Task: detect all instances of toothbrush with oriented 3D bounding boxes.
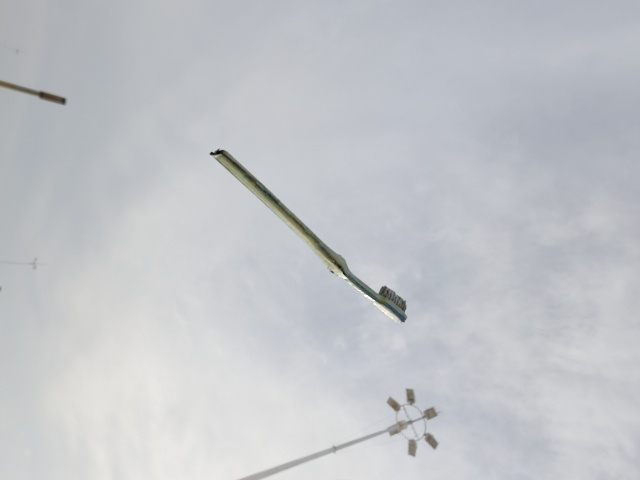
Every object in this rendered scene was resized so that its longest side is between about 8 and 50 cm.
[{"bbox_3d":[-0.003,0.004,0.451,0.026,0.294,0.028,-22,-145,52],"label":"toothbrush"}]
